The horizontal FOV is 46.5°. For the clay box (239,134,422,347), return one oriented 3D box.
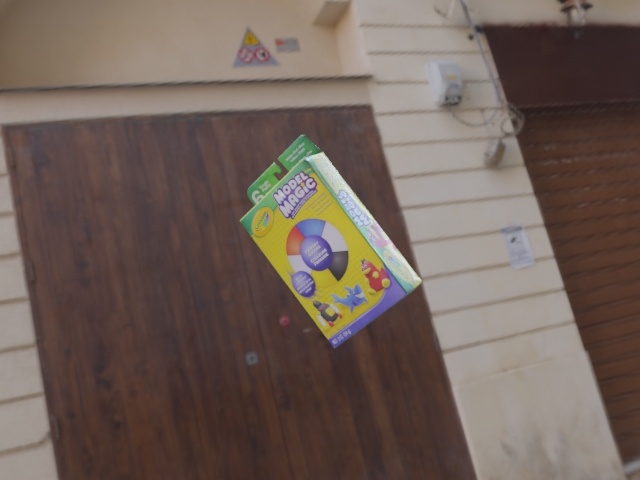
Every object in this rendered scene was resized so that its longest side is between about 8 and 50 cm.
[{"bbox_3d":[0.000,0.000,0.870,0.127,0.222,0.053,-42,-6,33],"label":"clay box"}]
